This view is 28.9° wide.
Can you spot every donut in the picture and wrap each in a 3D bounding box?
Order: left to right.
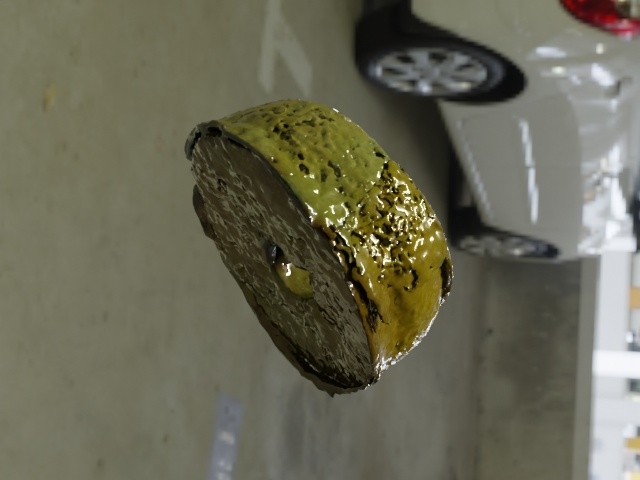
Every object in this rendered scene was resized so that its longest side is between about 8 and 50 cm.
[{"bbox_3d":[0.000,0.000,0.989,0.107,0.272,0.272,-32,136,-21],"label":"donut"}]
